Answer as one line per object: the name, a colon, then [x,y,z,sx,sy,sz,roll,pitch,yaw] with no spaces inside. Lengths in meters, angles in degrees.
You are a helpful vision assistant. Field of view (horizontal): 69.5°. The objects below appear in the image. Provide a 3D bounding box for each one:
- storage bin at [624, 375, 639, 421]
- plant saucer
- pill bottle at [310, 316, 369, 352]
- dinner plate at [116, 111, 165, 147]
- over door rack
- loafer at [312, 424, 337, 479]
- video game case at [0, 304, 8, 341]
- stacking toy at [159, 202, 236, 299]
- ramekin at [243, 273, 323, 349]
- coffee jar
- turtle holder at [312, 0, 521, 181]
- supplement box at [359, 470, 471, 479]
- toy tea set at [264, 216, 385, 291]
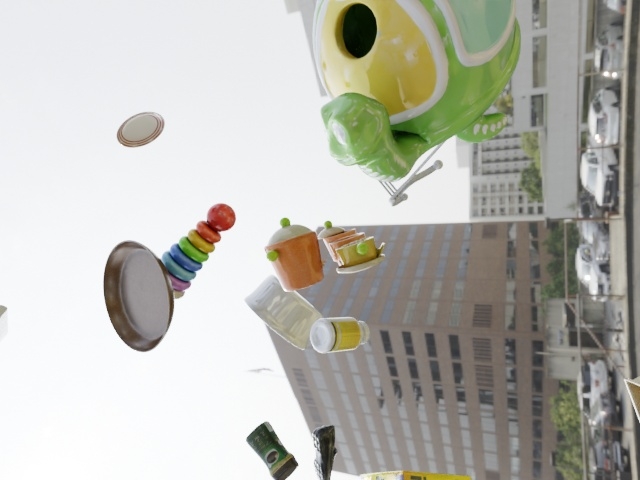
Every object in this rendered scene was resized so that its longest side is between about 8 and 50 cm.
storage bin: [0.949,0.476,1.145,0.260,0.123,0.262,-170,57,-80]
plant saucer: [-0.497,0.151,1.276,0.050,0.310,0.311,-11,-80,-54]
pill bottle: [0.065,0.289,1.423,0.184,0.103,0.103,7,-98,-43]
dinner plate: [-0.508,-0.315,1.302,0.017,0.141,0.141,54,-161,15]
over door rack: [0.178,-0.257,0.975,0.108,0.239,0.324,-27,-19,-33]
loafer: [0.021,0.709,1.520,0.078,0.076,0.223,-11,-70,-28]
video game case: [-0.674,0.218,0.906,0.019,0.143,0.157,30,-132,-14]
stacking toy: [-0.381,0.019,1.409,0.330,0.141,0.141,-48,-28,5]
ramekin: [-0.120,0.242,1.615,0.135,0.277,0.277,-50,-34,-5]
coffee jar: [-0.158,0.698,1.521,0.096,0.184,0.079,-42,-24,-5]
turtle holder: [0.087,-0.229,0.560,0.320,0.243,0.227,-47,-44,-3]
supplement box: [0.249,0.750,1.268,0.356,0.195,0.194,117,160,-58]
toy tea set: [0.000,0.000,0.894,0.336,0.199,0.124,-131,24,-87]
